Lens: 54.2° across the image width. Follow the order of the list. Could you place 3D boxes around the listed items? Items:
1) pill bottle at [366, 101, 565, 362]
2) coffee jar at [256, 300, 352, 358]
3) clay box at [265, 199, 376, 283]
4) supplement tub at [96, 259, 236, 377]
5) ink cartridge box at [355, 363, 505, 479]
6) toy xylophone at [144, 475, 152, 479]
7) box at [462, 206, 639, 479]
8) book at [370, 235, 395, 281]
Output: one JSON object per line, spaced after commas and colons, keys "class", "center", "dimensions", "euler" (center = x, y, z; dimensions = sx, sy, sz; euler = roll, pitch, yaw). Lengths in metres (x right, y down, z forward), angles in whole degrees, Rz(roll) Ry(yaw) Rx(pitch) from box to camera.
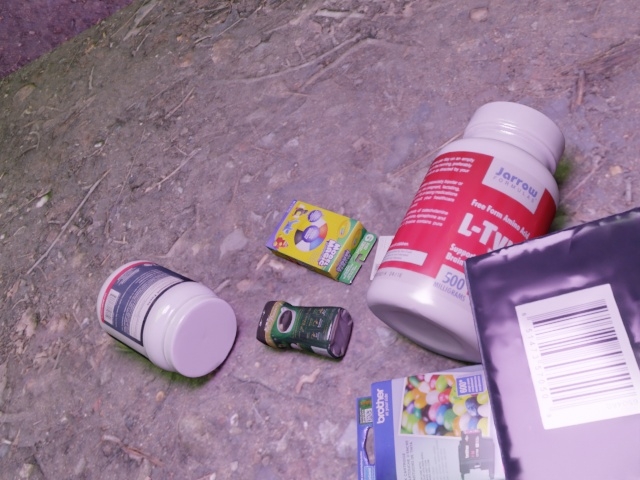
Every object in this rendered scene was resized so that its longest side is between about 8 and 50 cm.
{"class": "pill bottle", "center": [0.261, -0.022, 1.063], "dimensions": [0.228, 0.229, 0.408], "euler": [15, 69, 38]}
{"class": "coffee jar", "center": [-0.036, 0.171, 1.224], "dimensions": [0.184, 0.079, 0.096], "euler": [3, 65, 32]}
{"class": "clay box", "center": [0.000, 0.000, 1.330], "dimensions": [0.222, 0.053, 0.128], "euler": [20, 73, 40]}
{"class": "supplement tub", "center": [-0.330, 0.163, 1.336], "dimensions": [0.272, 0.191, 0.191], "euler": [18, 72, 38]}
{"class": "ink cartridge box", "center": [0.190, 0.309, 1.010], "dimensions": [0.310, 0.065, 0.186], "euler": [-17, 53, 24]}
{"class": "toy xylophone", "center": [-0.292, 0.571, 1.120], "dimensions": [0.323, 0.081, 0.236], "euler": [-47, 48, -3]}
{"class": "box", "center": [0.348, 0.205, 0.752], "dimensions": [0.211, 0.395, 0.294], "euler": [-18, 53, 21]}
{"class": "book", "center": [0.173, 0.039, 1.214], "dimensions": [0.144, 0.035, 0.096], "euler": [1, 65, 33]}
